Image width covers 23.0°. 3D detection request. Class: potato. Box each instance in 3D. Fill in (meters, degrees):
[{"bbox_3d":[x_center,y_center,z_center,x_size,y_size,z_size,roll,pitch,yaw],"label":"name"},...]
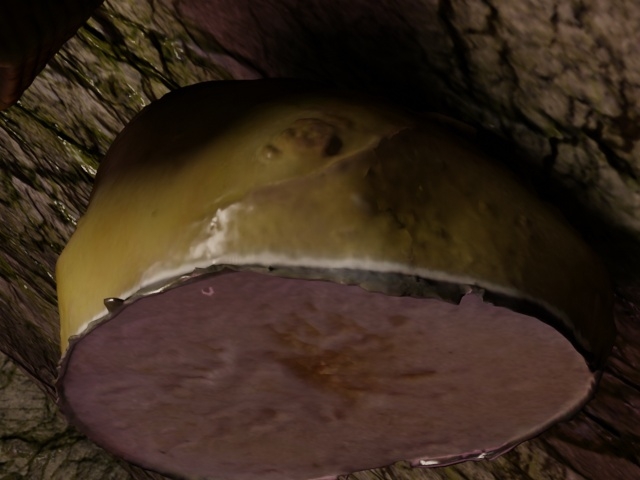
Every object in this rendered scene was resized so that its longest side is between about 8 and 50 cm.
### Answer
[{"bbox_3d":[0.000,0.000,0.831,0.300,0.196,0.246,-16,145,35],"label":"potato"}]

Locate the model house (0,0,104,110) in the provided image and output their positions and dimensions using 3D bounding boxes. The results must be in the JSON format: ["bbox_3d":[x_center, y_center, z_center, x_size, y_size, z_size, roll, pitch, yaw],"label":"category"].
[{"bbox_3d":[-0.162,-0.154,0.780,0.261,0.241,0.226,162,106,-76],"label":"model house"}]
